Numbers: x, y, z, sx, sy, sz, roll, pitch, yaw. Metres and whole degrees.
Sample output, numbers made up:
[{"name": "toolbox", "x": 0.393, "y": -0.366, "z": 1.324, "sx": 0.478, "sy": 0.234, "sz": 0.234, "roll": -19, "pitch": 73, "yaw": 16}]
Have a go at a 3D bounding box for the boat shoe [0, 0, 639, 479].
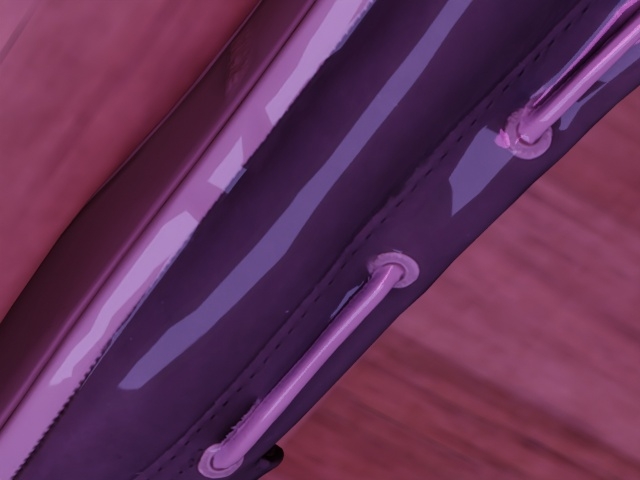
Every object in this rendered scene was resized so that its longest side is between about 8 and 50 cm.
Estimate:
[{"name": "boat shoe", "x": 0.000, "y": 0.000, "z": 0.430, "sx": 0.095, "sy": 0.112, "sz": 0.335, "roll": 31, "pitch": 117, "yaw": -15}]
